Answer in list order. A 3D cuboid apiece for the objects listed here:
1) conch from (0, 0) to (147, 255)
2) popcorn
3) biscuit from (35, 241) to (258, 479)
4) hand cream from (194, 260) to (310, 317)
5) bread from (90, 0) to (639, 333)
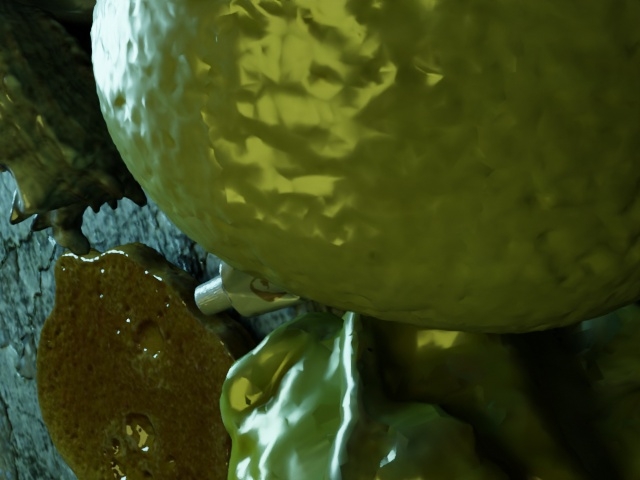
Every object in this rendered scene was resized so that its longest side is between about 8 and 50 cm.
[{"bbox_3d":[-0.206,-0.146,0.889,0.186,0.240,0.313,-1,88,32],"label":"conch"},{"bbox_3d":[0.086,0.150,0.657,0.312,0.312,0.312,15,112,42],"label":"popcorn"},{"bbox_3d":[-0.148,0.131,1.038,0.273,0.049,0.257,28,119,35],"label":"biscuit"},{"bbox_3d":[0.002,-0.001,0.850,0.257,0.050,0.084,-32,80,39],"label":"hand cream"},{"bbox_3d":[0.053,-0.099,0.572,0.320,0.320,0.237,29,112,37],"label":"bread"}]
